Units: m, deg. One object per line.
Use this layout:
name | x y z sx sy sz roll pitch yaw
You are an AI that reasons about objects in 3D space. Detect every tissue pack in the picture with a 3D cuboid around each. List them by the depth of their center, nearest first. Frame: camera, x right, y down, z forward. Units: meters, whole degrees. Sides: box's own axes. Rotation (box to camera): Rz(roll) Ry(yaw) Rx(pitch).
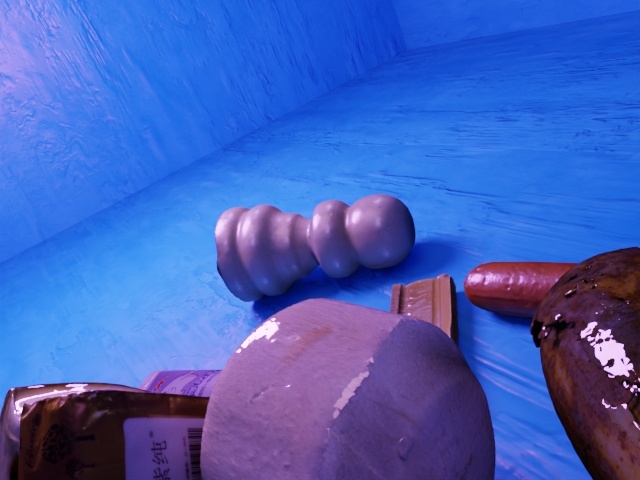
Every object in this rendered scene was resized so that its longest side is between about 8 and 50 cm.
tissue pack | -0.153 0.243 0.493 0.091 0.226 0.183 -15 -22 24

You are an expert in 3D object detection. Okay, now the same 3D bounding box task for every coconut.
coconut | 0.012 0.173 0.547 0.265 0.237 0.237 -1 31 46

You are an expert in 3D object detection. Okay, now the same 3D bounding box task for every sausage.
sausage | 0.269 0.062 0.753 0.197 0.076 0.076 2 33 46

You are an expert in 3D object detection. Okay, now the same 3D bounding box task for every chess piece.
chess piece | 0.000 0.000 1.055 0.330 0.182 0.182 -10 25 18

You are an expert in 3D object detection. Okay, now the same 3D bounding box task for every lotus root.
lotus root | 0.278 0.126 0.450 0.179 0.196 0.397 -16 20 5

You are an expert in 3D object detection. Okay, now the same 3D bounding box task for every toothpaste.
toothpaste | -0.165 0.225 0.838 0.371 0.080 0.125 -14 27 41

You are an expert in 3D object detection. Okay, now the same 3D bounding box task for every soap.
soap | 0.133 0.126 0.792 0.092 0.037 0.252 -14 23 18

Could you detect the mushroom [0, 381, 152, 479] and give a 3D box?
mushroom | -0.245 0.293 0.690 0.217 0.212 0.292 12 -6 -33
